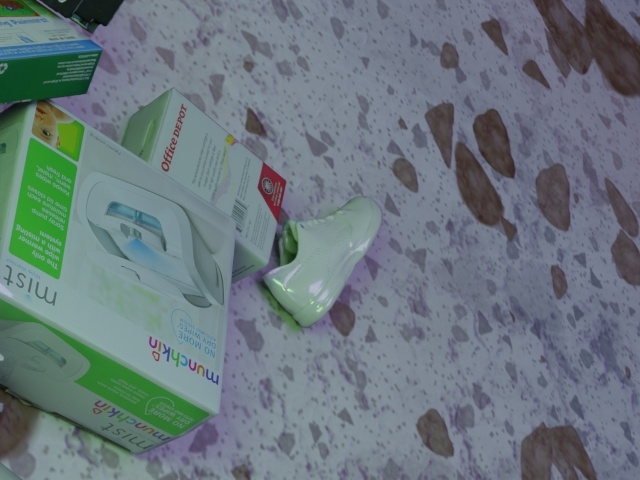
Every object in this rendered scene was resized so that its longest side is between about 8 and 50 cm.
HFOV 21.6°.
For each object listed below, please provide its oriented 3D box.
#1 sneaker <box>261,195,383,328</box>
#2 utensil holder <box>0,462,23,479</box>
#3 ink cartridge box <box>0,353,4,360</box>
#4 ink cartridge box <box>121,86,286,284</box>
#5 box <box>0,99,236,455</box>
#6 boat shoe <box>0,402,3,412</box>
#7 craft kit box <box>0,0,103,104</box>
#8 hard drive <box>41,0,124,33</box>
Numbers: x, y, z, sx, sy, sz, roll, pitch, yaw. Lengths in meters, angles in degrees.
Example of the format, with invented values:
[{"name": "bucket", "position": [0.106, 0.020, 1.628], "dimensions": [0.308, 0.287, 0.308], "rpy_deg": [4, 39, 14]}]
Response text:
[{"name": "sneaker", "position": [0.000, 0.000, 1.885], "dimensions": [0.094, 0.080, 0.212], "rpy_deg": [40, 41, -9]}, {"name": "utensil holder", "position": [-0.229, 0.353, 1.162], "dimensions": [0.385, 0.327, 0.327], "rpy_deg": [45, 39, -17]}, {"name": "ink cartridge box", "position": [-0.401, -0.031, 1.272], "dimensions": [0.353, 0.119, 0.207], "rpy_deg": [20, 9, -40]}, {"name": "ink cartridge box", "position": [-0.128, -0.055, 1.759], "dimensions": [0.175, 0.072, 0.127], "rpy_deg": [39, 42, -28]}, {"name": "box", "position": [-0.219, 0.035, 1.547], "dimensions": [0.262, 0.127, 0.231], "rpy_deg": [34, 42, -33]}, {"name": "boat shoe", "position": [-0.316, 0.150, 1.434], "dimensions": [0.100, 0.035, 0.035], "rpy_deg": [10, 87, -52]}, {"name": "craft kit box", "position": [-0.364, -0.201, 1.479], "dimensions": [0.246, 0.061, 0.250], "rpy_deg": [40, 29, 24]}, {"name": "hard drive", "position": [-0.352, -0.322, 1.515], "dimensions": [0.237, 0.064, 0.339], "rpy_deg": [38, 4, 41]}]
